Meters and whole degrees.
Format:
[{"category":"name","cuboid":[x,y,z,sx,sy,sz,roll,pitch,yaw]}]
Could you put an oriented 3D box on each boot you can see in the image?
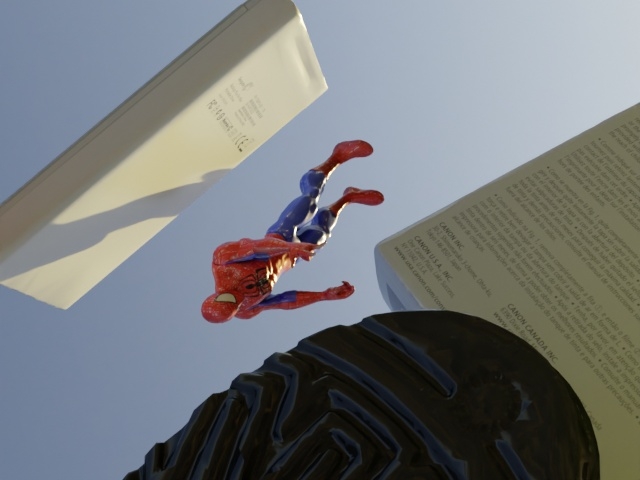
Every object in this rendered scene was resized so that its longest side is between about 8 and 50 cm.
[{"category":"boot","cuboid":[-0.006,0.193,0.468,0.131,0.348,0.260,47,-174,34]}]

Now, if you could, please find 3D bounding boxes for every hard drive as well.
[{"category":"hard drive","cuboid":[-0.132,-0.067,0.981,0.040,0.307,0.203,50,178,13]}]

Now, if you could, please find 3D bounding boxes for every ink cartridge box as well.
[{"category":"ink cartridge box","cuboid":[0.161,0.020,0.492,0.181,0.225,0.056,54,167,40]}]

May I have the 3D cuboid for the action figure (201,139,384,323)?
[{"category":"action figure","cuboid":[0.000,0.000,1.137,0.280,0.139,0.091,-43,-53,-42]}]
